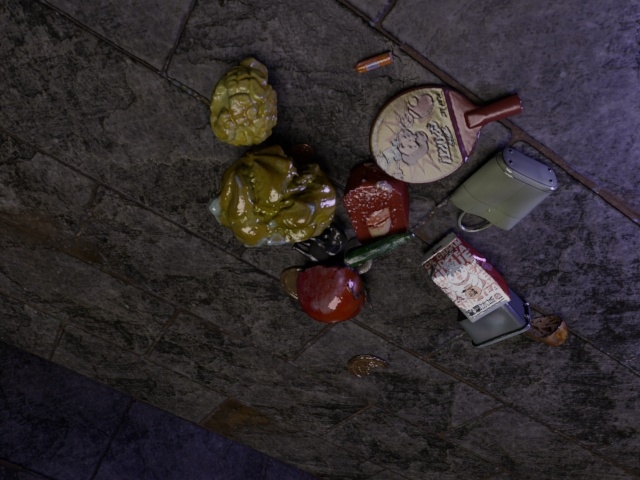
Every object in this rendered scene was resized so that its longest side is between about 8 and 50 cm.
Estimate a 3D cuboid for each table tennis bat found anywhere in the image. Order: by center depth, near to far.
[{"bbox_3d":[0.336,-0.306,1.295,0.415,0.051,0.267,-16,106,16],"label":"table tennis bat"}]

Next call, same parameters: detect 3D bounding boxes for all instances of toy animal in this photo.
[{"bbox_3d":[0.003,-0.005,1.640,0.146,0.114,0.245,30,152,-6],"label":"toy animal"}]

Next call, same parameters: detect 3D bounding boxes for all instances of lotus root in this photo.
[{"bbox_3d":[0.855,0.351,1.771,0.135,0.095,0.159,37,134,-24],"label":"lotus root"}]

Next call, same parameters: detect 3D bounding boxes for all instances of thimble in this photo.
[{"bbox_3d":[0.133,0.053,1.664,0.102,0.090,0.115,30,129,-18],"label":"thimble"}]

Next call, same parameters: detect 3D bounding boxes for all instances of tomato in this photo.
[{"bbox_3d":[0.030,0.220,1.714,0.309,0.170,0.308,9,147,6],"label":"tomato"}]

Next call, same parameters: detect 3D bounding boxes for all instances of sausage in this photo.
[{"bbox_3d":[0.136,-0.469,1.241,0.107,0.031,0.031,-11,128,21],"label":"sausage"}]

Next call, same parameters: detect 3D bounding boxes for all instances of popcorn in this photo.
[{"bbox_3d":[-0.208,-0.372,1.297,0.181,0.216,0.235,5,159,-8],"label":"popcorn"}]

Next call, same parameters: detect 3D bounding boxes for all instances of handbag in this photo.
[{"bbox_3d":[0.537,-0.133,1.438,0.241,0.109,0.315,24,145,-8],"label":"handbag"},{"bbox_3d":[0.493,0.111,1.610,0.171,0.151,0.298,-39,99,25],"label":"handbag"}]

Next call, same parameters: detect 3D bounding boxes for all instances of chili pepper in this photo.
[{"bbox_3d":[0.186,0.022,1.453,0.227,0.088,0.059,-22,98,20],"label":"chili pepper"}]

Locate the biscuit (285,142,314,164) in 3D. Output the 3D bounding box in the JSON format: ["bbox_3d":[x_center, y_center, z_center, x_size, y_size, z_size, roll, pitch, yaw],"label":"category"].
[{"bbox_3d":[-0.062,-0.267,1.472,0.091,0.015,0.078,-22,123,28],"label":"biscuit"}]

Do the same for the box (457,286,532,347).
[{"bbox_3d":[0.620,0.268,1.709,0.243,0.163,0.135,-33,108,35],"label":"box"}]

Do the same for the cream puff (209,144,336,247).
[{"bbox_3d":[-0.134,-0.149,1.375,0.379,0.378,0.275,1,114,12],"label":"cream puff"}]

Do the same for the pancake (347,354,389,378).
[{"bbox_3d":[0.214,0.587,2.163,0.184,0.020,0.190,14,132,-1],"label":"pancake"}]

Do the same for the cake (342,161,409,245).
[{"bbox_3d":[0.185,-0.110,1.467,0.177,0.150,0.282,-7,130,22],"label":"cake"}]

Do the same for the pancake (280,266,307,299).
[{"bbox_3d":[-0.069,0.176,1.861,0.200,0.021,0.199,7,133,8],"label":"pancake"}]
